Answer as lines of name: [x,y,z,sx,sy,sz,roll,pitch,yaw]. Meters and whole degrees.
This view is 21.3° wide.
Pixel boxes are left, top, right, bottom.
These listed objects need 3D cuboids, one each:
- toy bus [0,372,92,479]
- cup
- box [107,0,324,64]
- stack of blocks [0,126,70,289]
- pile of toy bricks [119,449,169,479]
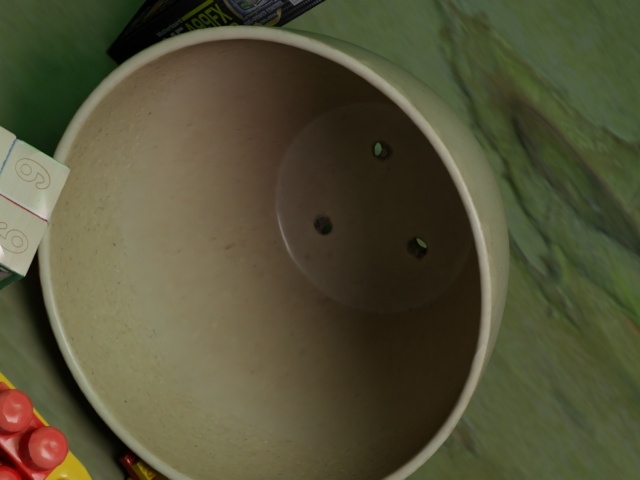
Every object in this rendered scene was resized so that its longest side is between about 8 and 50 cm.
toy bus: [-0.208,0.165,1.059,0.220,0.211,0.149,51,53,-13]
cup: [0.000,0.000,1.220,0.331,0.331,0.237,65,27,-1]
box: [-0.024,-0.233,1.268,0.060,0.270,0.216,43,57,-18]
stack of blocks: [-0.314,-0.073,1.080,0.297,0.171,0.087,32,60,-24]
pile of toy bricks: [-0.070,0.239,1.195,0.118,0.105,0.212,-41,100,-36]
